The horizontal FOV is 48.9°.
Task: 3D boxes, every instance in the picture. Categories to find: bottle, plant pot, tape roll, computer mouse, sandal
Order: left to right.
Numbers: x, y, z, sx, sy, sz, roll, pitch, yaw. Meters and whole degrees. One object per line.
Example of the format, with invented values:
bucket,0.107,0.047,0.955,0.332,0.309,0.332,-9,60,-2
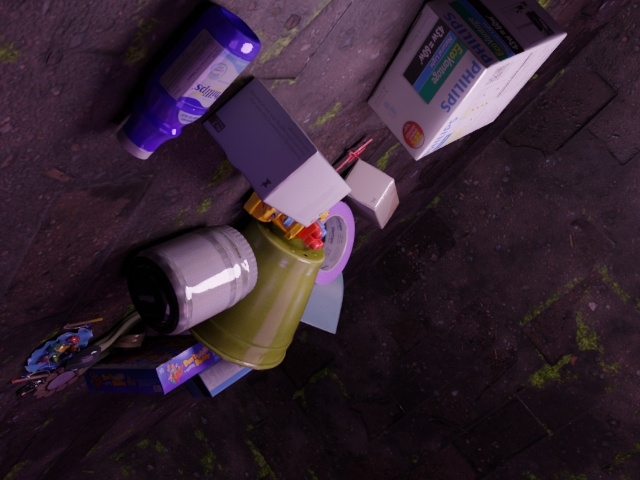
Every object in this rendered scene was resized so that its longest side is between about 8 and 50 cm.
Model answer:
computer mouse,-0.692,0.354,1.877,0.242,0.041,0.071,-31,174,-27
sandal,-0.570,0.297,2.027,0.303,0.086,0.120,-40,168,-18
bottle,-0.226,-0.254,1.164,0.283,0.092,0.118,-43,167,17
plant pot,-0.171,0.121,2.052,0.353,0.366,0.366,-55,161,20
plant pot,-0.065,0.153,2.451,0.248,0.247,0.252,25,81,-36
tape roll,0.000,0.000,2.257,0.275,0.090,0.275,-30,127,-48

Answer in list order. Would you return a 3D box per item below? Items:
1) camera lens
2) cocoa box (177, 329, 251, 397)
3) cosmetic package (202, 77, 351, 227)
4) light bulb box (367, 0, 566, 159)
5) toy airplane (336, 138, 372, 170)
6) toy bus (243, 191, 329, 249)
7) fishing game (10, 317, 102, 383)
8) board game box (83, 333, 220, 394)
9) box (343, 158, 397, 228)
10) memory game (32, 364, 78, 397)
camera lens,-0.322,0.094,1.754,0.274,0.219,0.219,-25,161,-44
cocoa box,-0.362,0.371,2.348,0.231,0.228,0.347,-33,180,-23
cosmetic package,-0.080,-0.176,1.543,0.156,0.217,0.385,-40,168,4
light bulb box,0.372,-0.445,1.823,0.361,0.225,0.358,-28,163,-36
toy airplane,0.104,-0.261,2.127,0.151,0.028,0.151,-35,167,-10
toy bus,-0.073,-0.066,1.914,0.149,0.211,0.220,-42,165,19
fishing game,-0.682,0.297,1.852,0.264,0.041,0.189,-42,164,17
board game box,-0.494,0.357,2.053,0.347,0.078,0.233,-8,-167,37
box,0.168,-0.150,2.360,0.121,0.148,0.311,-57,168,-4
memory game,-0.752,0.399,2.050,0.186,0.012,0.186,-37,167,-10
